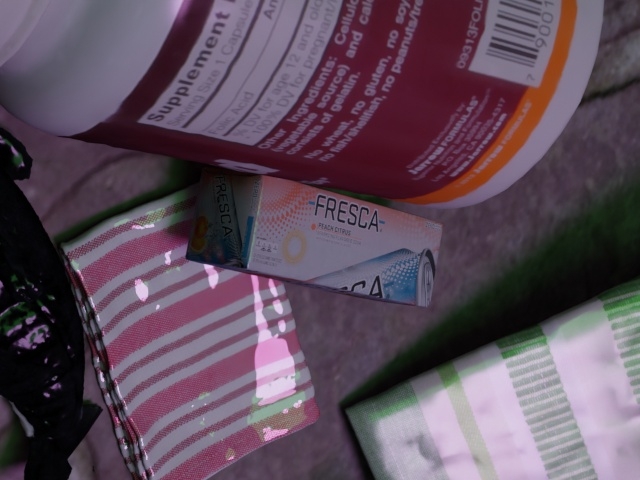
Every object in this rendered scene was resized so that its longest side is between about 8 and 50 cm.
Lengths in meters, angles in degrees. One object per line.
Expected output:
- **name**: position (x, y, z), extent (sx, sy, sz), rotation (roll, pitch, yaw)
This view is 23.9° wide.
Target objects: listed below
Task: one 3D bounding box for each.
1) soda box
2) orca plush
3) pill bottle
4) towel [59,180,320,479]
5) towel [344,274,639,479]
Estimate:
- **soda box**: position (0.000, 0.000, 0.984), extent (0.183, 0.058, 0.063), rotation (13, 85, -46)
- **orca plush**: position (-0.195, 0.035, 0.846), extent (0.151, 0.102, 0.287), rotation (-28, 116, -28)
- **pill bottle**: position (-0.054, -0.152, 0.827), extent (0.392, 0.224, 0.224), rotation (10, 95, -37)
- **towel**: position (-0.078, 0.062, 0.984), extent (0.144, 0.029, 0.197), rotation (-28, 116, -29)
- **towel**: position (0.207, 0.163, 1.133), extent (0.325, 0.038, 0.248), rotation (-24, 107, -6)
